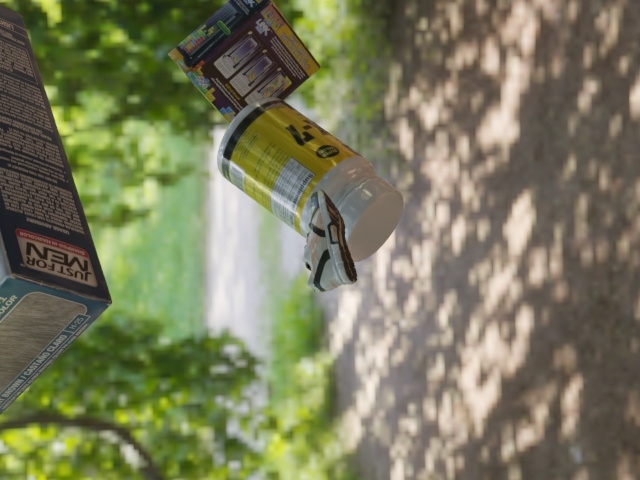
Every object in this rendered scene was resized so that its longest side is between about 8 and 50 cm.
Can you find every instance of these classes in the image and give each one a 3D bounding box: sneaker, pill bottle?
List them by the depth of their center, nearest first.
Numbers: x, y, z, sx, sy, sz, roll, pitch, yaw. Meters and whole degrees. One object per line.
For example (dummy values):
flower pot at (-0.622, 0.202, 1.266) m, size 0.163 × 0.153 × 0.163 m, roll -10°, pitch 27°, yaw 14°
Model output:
sneaker at (0.000, 0.000, 1.445) m, size 0.040 × 0.044 × 0.109 m, roll 48°, pitch -157°, yaw -43°
pill bottle at (-0.011, -0.070, 1.918) m, size 0.208 × 0.119 × 0.119 m, roll 37°, pitch 142°, yaw 26°

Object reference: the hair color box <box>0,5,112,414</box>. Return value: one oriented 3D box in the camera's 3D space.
hair color box at (-0.302, -0.037, 1.366) m, size 0.174 × 0.105 × 0.347 m, roll -43°, pitch 48°, yaw 26°

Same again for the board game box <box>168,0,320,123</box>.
board game box at (-0.094, -0.227, 2.063) m, size 0.048 × 0.141 × 0.170 m, roll 48°, pitch 180°, yaw 33°
